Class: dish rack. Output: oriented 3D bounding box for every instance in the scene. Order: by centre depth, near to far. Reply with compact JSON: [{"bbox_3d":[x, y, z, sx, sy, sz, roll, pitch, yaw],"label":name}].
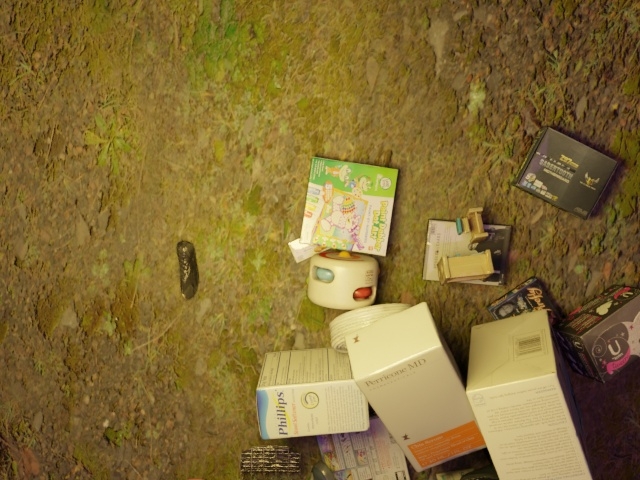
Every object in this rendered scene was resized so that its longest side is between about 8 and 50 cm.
[{"bbox_3d":[-0.152,0.749,1.807,0.208,0.074,0.271,0,97,-1],"label":"dish rack"}]

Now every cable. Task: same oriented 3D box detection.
[{"bbox_3d":[0.151,0.240,1.637,0.257,0.257,0.089,-9,70,-5],"label":"cable"}]

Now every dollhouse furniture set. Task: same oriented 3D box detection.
[{"bbox_3d":[0.392,0.020,1.653,0.129,0.129,0.183,-6,75,1],"label":"dollhouse furniture set"}]

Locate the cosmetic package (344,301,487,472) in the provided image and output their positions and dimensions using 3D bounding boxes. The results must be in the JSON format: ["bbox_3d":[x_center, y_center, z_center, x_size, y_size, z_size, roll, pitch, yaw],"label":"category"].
[{"bbox_3d":[0.262,0.394,1.544,0.230,0.161,0.453,-25,125,10],"label":"cosmetic package"}]

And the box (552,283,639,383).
[{"bbox_3d":[0.817,0.259,1.670,0.247,0.142,0.163,-31,98,-9],"label":"box"}]

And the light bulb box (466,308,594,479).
[{"bbox_3d":[0.557,0.438,1.584,0.225,0.358,0.361,-18,104,22],"label":"light bulb box"}]

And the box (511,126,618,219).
[{"bbox_3d":[0.686,-0.188,1.668,0.233,0.059,0.183,26,97,-4],"label":"box"}]

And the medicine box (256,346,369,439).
[{"bbox_3d":[-0.021,0.416,1.655,0.289,0.263,0.149,-5,99,1],"label":"medicine box"}]

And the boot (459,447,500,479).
[{"bbox_3d":[0.497,0.653,1.721,0.246,0.207,0.094,-2,109,-4],"label":"boot"}]

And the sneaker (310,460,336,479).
[{"bbox_3d":[-0.014,0.802,1.746,0.131,0.112,0.319,-16,114,-29],"label":"sneaker"}]

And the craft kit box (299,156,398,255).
[{"bbox_3d":[0.078,-0.094,1.669,0.247,0.061,0.249,8,91,-4],"label":"craft kit box"}]

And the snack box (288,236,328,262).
[{"bbox_3d":[0.000,0.000,1.714,0.178,0.022,0.064,-24,96,3],"label":"snack box"}]

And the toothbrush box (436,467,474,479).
[{"bbox_3d":[0.441,0.868,1.752,0.126,0.216,0.295,-9,99,1],"label":"toothbrush box"}]

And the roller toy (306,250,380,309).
[{"bbox_3d":[0.065,0.102,1.644,0.209,0.191,0.146,5,98,-1],"label":"roller toy"}]

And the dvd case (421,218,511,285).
[{"bbox_3d":[0.422,0.035,1.717,0.239,0.029,0.179,5,99,0],"label":"dvd case"}]

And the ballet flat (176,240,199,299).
[{"bbox_3d":[-0.387,0.086,1.721,0.049,0.057,0.173,7,100,40],"label":"ballet flat"}]

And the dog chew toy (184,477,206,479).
[{"bbox_3d":[-0.305,0.818,1.708,0.332,0.206,0.206,5,100,27],"label":"dog chew toy"}]

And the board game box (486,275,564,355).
[{"bbox_3d":[0.624,0.251,1.744,0.165,0.042,0.243,-35,97,5],"label":"board game box"}]

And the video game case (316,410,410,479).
[{"bbox_3d":[0.132,0.659,1.796,0.244,0.061,0.269,-13,99,2],"label":"video game case"}]
